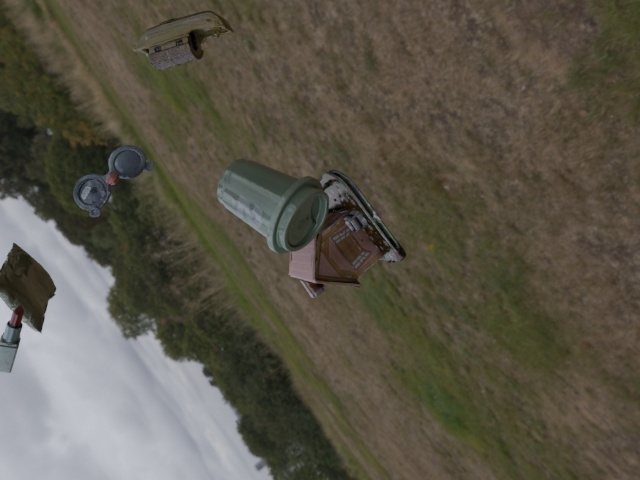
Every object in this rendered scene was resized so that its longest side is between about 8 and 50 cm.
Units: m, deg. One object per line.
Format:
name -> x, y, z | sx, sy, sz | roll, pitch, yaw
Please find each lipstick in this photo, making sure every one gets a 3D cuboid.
lipstick -> -0.510, 0.159, 0.952 | 0.129, 0.030, 0.030 | -64, 27, 22

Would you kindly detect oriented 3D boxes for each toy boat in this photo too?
toy boat -> -0.283, -0.410, 1.196 | 0.068, 0.226, 0.087 | -4, -92, -67

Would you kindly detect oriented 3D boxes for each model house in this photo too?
model house -> 0.000, 0.001, 1.099 | 0.207, 0.154, 0.294 | 51, 167, -10

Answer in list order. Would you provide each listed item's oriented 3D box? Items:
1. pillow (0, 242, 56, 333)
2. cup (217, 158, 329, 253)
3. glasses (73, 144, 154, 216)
pillow -> -0.638, 0.100, 1.254 | 0.148, 0.050, 0.229 | 56, 175, -26
cup -> -0.071, -0.059, 0.835 | 0.141, 0.120, 0.120 | 33, 156, 23
glasses -> -0.593, -0.159, 1.715 | 0.118, 0.234, 0.268 | 45, 170, 0
